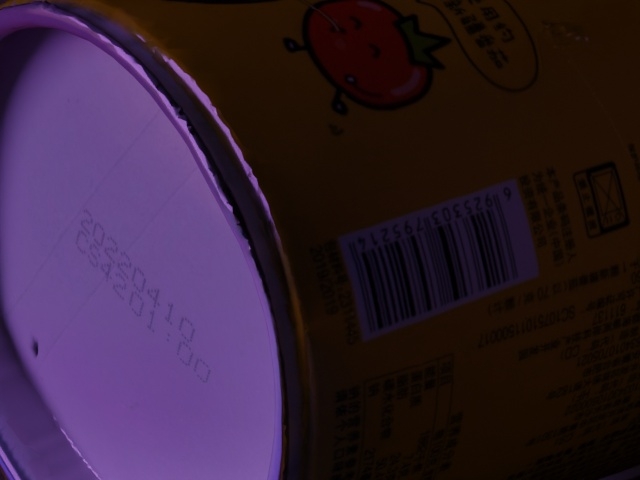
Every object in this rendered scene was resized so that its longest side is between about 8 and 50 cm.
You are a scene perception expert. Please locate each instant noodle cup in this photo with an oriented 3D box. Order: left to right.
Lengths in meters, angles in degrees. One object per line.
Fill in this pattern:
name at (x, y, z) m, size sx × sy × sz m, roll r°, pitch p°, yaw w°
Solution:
instant noodle cup at (0.000, 0.000, 0.647) m, size 0.325 × 0.254 × 0.326 m, roll 22°, pitch 121°, yaw 42°
